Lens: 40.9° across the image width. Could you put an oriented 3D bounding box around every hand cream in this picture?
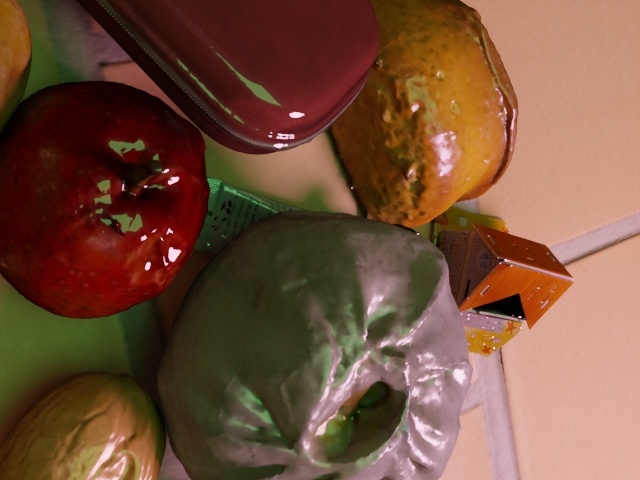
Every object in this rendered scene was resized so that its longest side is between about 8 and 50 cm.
[{"bbox_3d":[0.000,0.000,1.042,0.331,0.058,0.085,12,98,-34],"label":"hand cream"}]

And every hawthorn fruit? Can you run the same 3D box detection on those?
[{"bbox_3d":[-0.200,-0.043,0.787,0.210,0.266,0.230,28,75,-18],"label":"hawthorn fruit"}]

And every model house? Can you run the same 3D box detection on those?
[{"bbox_3d":[0.258,0.066,1.175,0.219,0.136,0.207,16,84,-34],"label":"model house"}]

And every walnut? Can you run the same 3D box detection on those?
[{"bbox_3d":[-0.239,0.226,0.848,0.159,0.159,0.206,36,75,-31],"label":"walnut"}]

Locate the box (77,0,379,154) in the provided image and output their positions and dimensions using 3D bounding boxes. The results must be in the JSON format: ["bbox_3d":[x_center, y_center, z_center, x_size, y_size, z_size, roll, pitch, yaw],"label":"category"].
[{"bbox_3d":[-0.117,-0.271,0.834,0.404,0.108,0.263,45,50,-9],"label":"box"}]

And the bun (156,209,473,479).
[{"bbox_3d":[0.006,0.133,0.878,0.355,0.194,0.354,-2,97,-17],"label":"bun"}]

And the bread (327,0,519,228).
[{"bbox_3d":[0.119,-0.171,1.036,0.194,0.179,0.339,-34,111,-26],"label":"bread"}]

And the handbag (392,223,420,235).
[{"bbox_3d":[0.014,0.134,1.026,0.332,0.075,0.191,-34,112,-12],"label":"handbag"}]

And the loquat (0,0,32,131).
[{"bbox_3d":[-0.351,-0.150,0.707,0.213,0.213,0.213,-3,96,-34],"label":"loquat"}]
